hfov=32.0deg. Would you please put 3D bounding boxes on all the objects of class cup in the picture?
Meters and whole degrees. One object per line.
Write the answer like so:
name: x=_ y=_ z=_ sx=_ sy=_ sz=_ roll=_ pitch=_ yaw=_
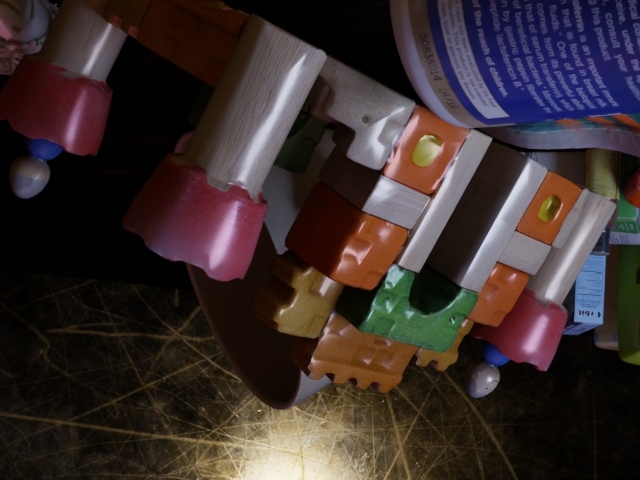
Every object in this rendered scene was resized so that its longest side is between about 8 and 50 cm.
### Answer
cup: x=0.000 y=0.000 z=1.300 sx=0.237 sy=0.331 sz=0.331 roll=-20 pitch=180 yaw=-22

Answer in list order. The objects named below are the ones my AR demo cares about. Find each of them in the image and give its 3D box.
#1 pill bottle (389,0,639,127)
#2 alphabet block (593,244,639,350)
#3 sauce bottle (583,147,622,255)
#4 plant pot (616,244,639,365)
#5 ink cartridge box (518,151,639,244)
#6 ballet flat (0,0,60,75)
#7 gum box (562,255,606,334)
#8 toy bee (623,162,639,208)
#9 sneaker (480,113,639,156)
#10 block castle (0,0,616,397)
pill bottle: x=0.186 y=-0.150 z=0.642 sx=0.265 sy=0.153 sz=0.153 roll=-1 pitch=168 yaw=37
alphabet block: x=0.546 y=0.077 z=1.664 sx=0.193 sy=0.192 sz=0.197 roll=8 pitch=169 yaw=-25
sauce bottle: x=0.312 y=-0.048 z=1.243 sx=0.042 sy=0.128 sz=0.042 roll=7 pitch=170 yaw=1
plant pot: x=0.524 y=0.044 z=1.408 sx=0.228 sy=0.227 sz=0.207 roll=7 pitch=164 yaw=-9
ink cartridge box: x=0.283 y=-0.051 z=1.360 sx=0.208 sy=0.086 sz=0.153 roll=1 pitch=170 yaw=18
ballet flat: x=-0.298 y=-0.189 z=0.914 sx=0.241 sy=0.091 sz=0.077 roll=7 pitch=149 yaw=-30
gum box: x=0.347 y=0.027 z=1.494 sx=0.041 sy=0.184 sz=0.157 roll=5 pitch=170 yaw=2
toy bee: x=0.492 y=-0.040 z=1.217 sx=0.298 sy=0.162 sz=0.195 roll=35 pitch=168 yaw=-15
sneaker: x=0.227 y=-0.139 z=0.882 sx=0.302 sy=0.108 sz=0.121 roll=16 pitch=136 yaw=45
block castle: x=-0.001 y=-0.034 z=0.895 sx=0.453 sy=0.213 sz=0.303 roll=19 pitch=-169 yaw=-45
